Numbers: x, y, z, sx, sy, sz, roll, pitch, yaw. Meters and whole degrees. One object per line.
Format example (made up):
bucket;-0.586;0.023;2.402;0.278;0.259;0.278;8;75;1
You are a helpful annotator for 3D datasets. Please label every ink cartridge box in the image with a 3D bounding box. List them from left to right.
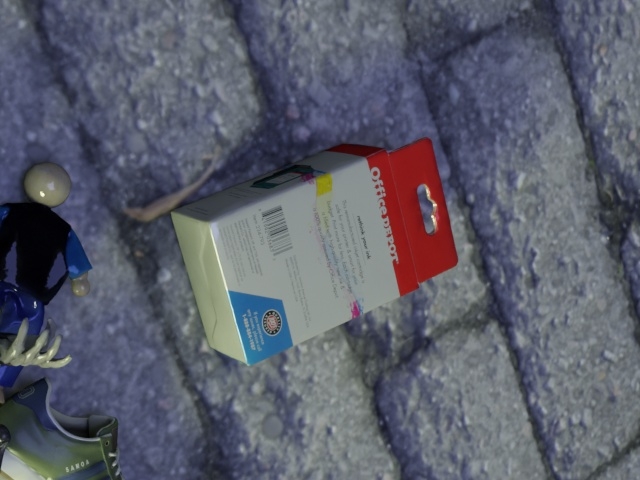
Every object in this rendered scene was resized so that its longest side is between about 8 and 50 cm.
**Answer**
ink cartridge box;0.000;0.000;1.142;0.231;0.078;0.134;-23;109;-27

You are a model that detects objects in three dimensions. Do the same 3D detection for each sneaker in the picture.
sneaker;-0.187;0.186;1.063;0.192;0.064;0.086;42;80;-26

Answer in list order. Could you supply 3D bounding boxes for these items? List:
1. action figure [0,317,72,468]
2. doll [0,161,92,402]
action figure;-0.259;0.090;0.911;0.164;0.141;0.275;-27;108;-63
doll;-0.245;0.026;1.015;0.129;0.046;0.189;25;83;-22
